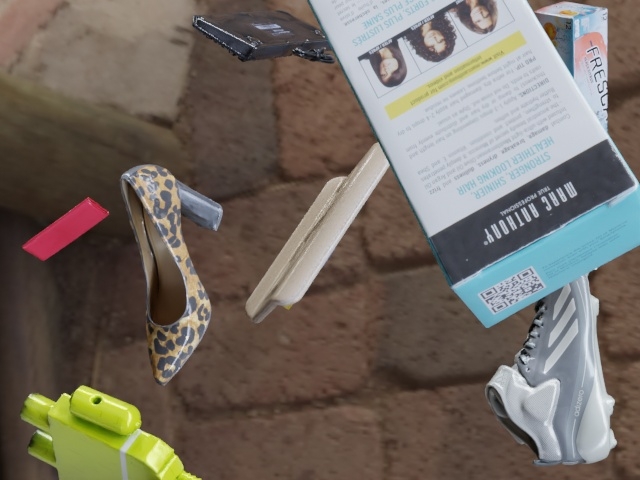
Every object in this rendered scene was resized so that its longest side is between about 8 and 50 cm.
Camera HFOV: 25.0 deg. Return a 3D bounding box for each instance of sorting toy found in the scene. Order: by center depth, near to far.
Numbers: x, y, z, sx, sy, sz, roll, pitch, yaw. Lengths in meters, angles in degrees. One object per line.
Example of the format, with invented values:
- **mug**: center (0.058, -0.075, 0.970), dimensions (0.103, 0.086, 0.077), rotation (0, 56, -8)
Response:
- **sorting toy**: center (0.000, 0.000, 1.486), dimensions (0.038, 0.208, 0.193), rotation (35, 77, -6)

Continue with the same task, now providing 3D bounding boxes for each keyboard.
- **keyboard**: center (-0.041, -0.197, 1.434), dimensions (0.108, 0.180, 0.023), rotation (29, 113, 20)

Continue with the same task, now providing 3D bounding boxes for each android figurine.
- **android figurine**: center (-0.280, 0.301, 1.968), dimensions (0.273, 0.248, 0.056), rotation (20, 49, 18)

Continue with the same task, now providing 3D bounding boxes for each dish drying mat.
- **dish drying mat**: center (-0.243, -0.010, 1.377), dimensions (0.083, 0.032, 0.008), rotation (-34, 51, 15)

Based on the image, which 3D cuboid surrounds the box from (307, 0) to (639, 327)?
- **box**: center (0.071, -0.084, 0.752), dimensions (0.100, 0.060, 0.244), rotation (-29, 59, 9)

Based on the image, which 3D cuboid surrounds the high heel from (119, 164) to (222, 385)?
- **high heel**: center (-0.218, 0.041, 1.833), dimensions (0.093, 0.186, 0.261), rotation (2, 73, 34)

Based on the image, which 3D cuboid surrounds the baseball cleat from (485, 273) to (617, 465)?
- **baseball cleat**: center (0.191, 0.092, 1.241), dimensions (0.109, 0.072, 0.205), rotation (-5, 61, -5)

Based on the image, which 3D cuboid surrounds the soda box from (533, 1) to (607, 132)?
- **soda box**: center (0.280, -0.171, 1.619), dimensions (0.063, 0.058, 0.183), rotation (22, 125, 47)
